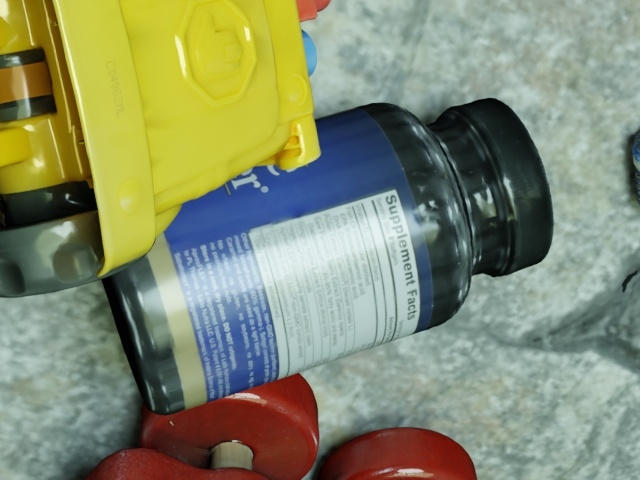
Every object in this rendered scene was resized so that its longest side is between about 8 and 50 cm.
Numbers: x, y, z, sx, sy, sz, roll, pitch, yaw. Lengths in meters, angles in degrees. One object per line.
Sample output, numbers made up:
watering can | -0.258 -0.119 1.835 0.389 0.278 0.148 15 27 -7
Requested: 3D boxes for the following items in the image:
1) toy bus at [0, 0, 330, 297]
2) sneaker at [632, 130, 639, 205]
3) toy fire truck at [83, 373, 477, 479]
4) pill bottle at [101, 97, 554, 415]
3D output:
toy bus | -0.102 -0.080 0.503 0.211 0.220 0.149 -26 110 -45
sneaker | 0.252 -0.046 0.710 0.135 0.052 0.058 -6 124 -10
toy fire truck | -0.042 0.222 0.667 0.302 0.169 0.254 28 124 -27
pill bottle | 0.000 0.000 0.590 0.219 0.123 0.122 -17 117 -13
